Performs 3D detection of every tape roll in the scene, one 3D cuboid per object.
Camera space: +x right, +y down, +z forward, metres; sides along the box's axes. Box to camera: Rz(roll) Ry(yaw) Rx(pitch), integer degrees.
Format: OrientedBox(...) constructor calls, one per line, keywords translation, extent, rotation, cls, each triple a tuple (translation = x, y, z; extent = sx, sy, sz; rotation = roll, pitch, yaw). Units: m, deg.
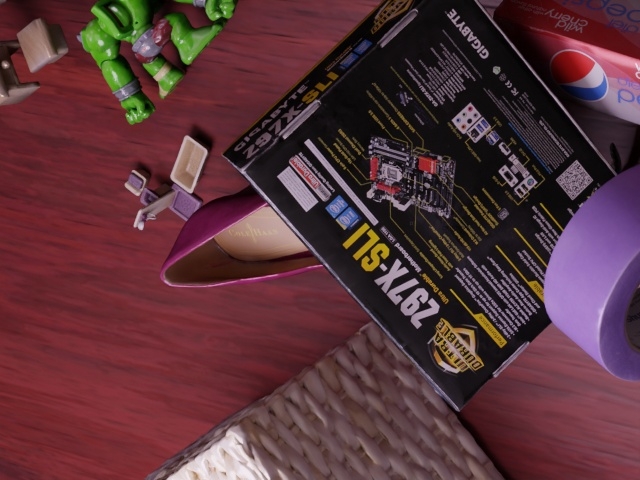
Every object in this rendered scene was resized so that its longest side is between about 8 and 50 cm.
OrientedBox(translation=(0.298, 0.028, 1.784), extent=(0.080, 0.189, 0.189), rotation=(42, 135, 42), cls="tape roll")

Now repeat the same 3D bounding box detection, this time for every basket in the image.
OrientedBox(translation=(0.003, 0.316, 2.096), extent=(0.266, 0.328, 0.331), rotation=(-38, 87, 40), cls="basket")

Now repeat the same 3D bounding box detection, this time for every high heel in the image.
OrientedBox(translation=(0.000, 0.000, 1.975), extent=(0.377, 0.181, 0.127), rotation=(-5, 122, 55), cls="high heel")

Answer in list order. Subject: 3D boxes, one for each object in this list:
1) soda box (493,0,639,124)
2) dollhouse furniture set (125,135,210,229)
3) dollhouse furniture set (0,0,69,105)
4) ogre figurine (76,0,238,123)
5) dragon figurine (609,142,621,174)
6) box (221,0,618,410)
OrientedBox(translation=(0.289, -0.165, 1.781), extent=(0.263, 0.092, 0.083), rotation=(21, 145, 26), cls="soda box")
OrientedBox(translation=(-0.182, -0.070, 2.196), extent=(0.091, 0.081, 0.114), rotation=(37, 129, 16), cls="dollhouse furniture set")
OrientedBox(translation=(-0.336, -0.335, 2.065), extent=(0.355, 0.174, 0.303), rotation=(-30, 78, 43), cls="dollhouse furniture set")
OrientedBox(translation=(-0.180, -0.226, 2.109), extent=(0.118, 0.097, 0.197), rotation=(42, 143, -3), cls="ogre figurine")
OrientedBox(translation=(0.185, 0.021, 1.930), extent=(0.289, 0.144, 0.085), rotation=(-34, 91, 42), cls="dragon figurine")
OrientedBox(translation=(0.111, -0.046, 1.783), extent=(0.322, 0.257, 0.079), rotation=(47, 178, -22), cls="box")
